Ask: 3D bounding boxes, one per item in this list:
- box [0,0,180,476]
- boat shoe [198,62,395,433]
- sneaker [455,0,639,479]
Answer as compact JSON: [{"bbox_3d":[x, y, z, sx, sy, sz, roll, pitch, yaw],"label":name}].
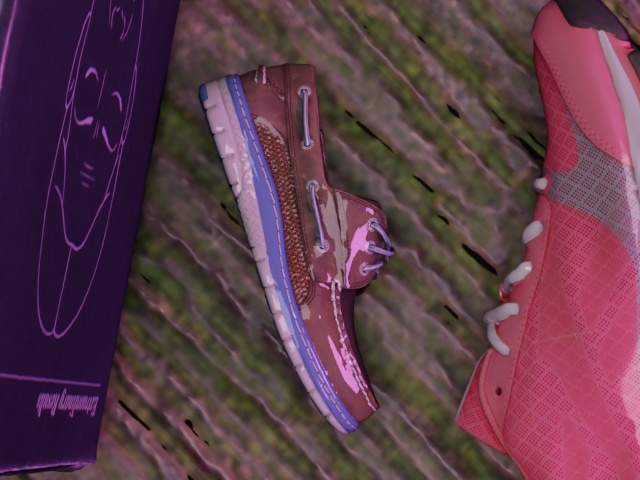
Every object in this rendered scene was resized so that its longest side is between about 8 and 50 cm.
[{"bbox_3d":[-0.183,-0.111,0.710,0.212,0.293,0.395,10,84,4],"label":"box"},{"bbox_3d":[0.000,0.000,0.823,0.066,0.066,0.183,-20,87,1],"label":"boat shoe"},{"bbox_3d":[0.120,0.040,0.792,0.136,0.116,0.314,-13,84,13],"label":"sneaker"}]
